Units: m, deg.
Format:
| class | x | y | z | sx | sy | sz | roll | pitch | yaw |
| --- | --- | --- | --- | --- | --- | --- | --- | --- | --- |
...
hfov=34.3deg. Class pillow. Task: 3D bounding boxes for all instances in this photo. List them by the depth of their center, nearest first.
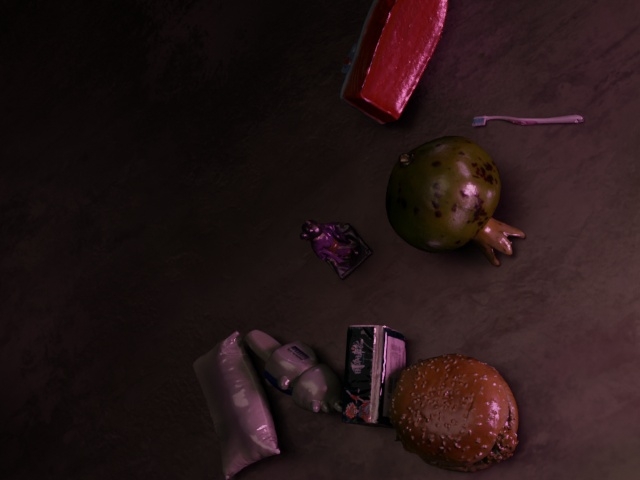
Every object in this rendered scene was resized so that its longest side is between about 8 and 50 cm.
| class | x | y | z | sx | sy | sz | roll | pitch | yaw |
| --- | --- | --- | --- | --- | --- | --- | --- | --- | --- |
| pillow | -0.162 | 0.310 | 1.935 | 0.144 | 0.078 | 0.254 | -35 | 62 | 26 |

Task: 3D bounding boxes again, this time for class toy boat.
| class | x | y | z | sx | sy | sz | roll | pitch | yaw |
| --- | --- | --- | --- | --- | --- | --- | --- | --- | --- |
| toy boat | 0.137 | -0.391 | 1.951 | 0.133 | 0.145 | 0.332 | 19 | 84 | 58 |

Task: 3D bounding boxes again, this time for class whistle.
| class | x | y | z | sx | sy | sz | roll | pitch | yaw |
| --- | --- | --- | --- | --- | --- | --- | --- | --- | --- |
| whistle | -0.045 | 0.240 | 1.882 | 0.244 | 0.110 | 0.092 | 33 | 127 | 29 |

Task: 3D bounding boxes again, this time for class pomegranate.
| class | x | y | z | sx | sy | sz | roll | pitch | yaw |
| --- | --- | --- | --- | --- | --- | --- | --- | --- | --- |
| pomegranate | 0.228 | -0.062 | 1.787 | 0.263 | 0.211 | 0.211 | 42 | 106 | -15 |

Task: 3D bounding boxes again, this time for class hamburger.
| class | x | y | z | sx | sy | sz | roll | pitch | yaw |
| --- | --- | --- | --- | --- | --- | --- | --- | --- | --- |
| hamburger | 0.226 | 0.285 | 1.714 | 0.215 | 0.122 | 0.189 | 10 | 79 | 27 |

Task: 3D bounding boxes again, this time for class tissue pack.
| class | x | y | z | sx | sy | sz | roll | pitch | yaw |
| --- | --- | --- | --- | --- | --- | --- | --- | --- | --- |
| tissue pack | 0.095 | 0.238 | 1.805 | 0.090 | 0.103 | 0.170 | -2 | 75 | 31 |

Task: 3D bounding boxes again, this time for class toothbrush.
| class | x | y | z | sx | sy | sz | roll | pitch | yaw |
| --- | --- | --- | --- | --- | --- | --- | --- | --- | --- |
| toothbrush | 0.366 | -0.216 | 1.843 | 0.204 | 0.017 | 0.022 | 1 | 66 | 28 |

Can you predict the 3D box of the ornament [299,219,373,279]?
| class | x | y | z | sx | sy | sz | roll | pitch | yaw |
| --- | --- | --- | --- | --- | --- | --- | --- | --- | --- |
| ornament | 0.022 | -0.002 | 1.857 | 0.081 | 0.203 | 0.088 | -42 | 66 | 2 |
